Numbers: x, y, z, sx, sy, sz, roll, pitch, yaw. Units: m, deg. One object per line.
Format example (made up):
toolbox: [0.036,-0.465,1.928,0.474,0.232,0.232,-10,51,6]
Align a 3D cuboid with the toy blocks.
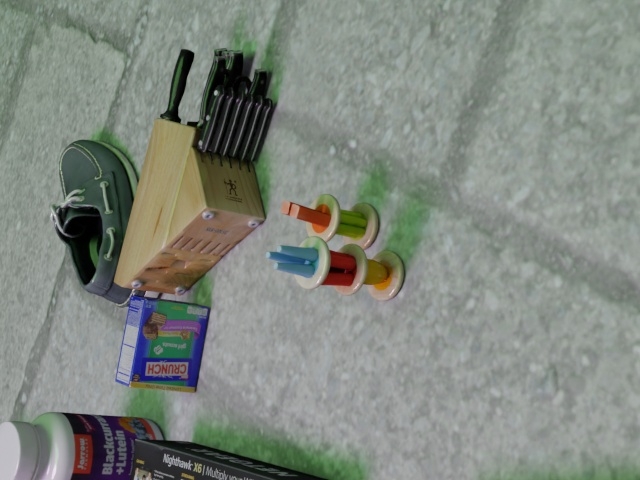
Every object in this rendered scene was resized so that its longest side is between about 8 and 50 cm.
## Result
toy blocks: [0.000,0.000,1.179,0.054,0.148,0.123,-50,47,30]

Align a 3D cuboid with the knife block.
knife block: [-0.162,-0.097,1.445,0.276,0.088,0.242,-41,52,37]

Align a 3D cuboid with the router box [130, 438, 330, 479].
router box: [-0.106,0.357,1.273,0.309,0.081,0.242,3,84,50]

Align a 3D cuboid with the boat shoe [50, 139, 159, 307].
boat shoe: [-0.306,-0.036,1.593,0.116,0.099,0.319,-55,45,27]

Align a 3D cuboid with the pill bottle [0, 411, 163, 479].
pill bottle: [-0.295,0.263,1.433,0.108,0.193,0.108,-14,71,48]

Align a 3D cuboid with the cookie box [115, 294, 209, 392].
cookie box: [-0.189,0.125,1.421,0.040,0.092,0.107,10,89,54]
